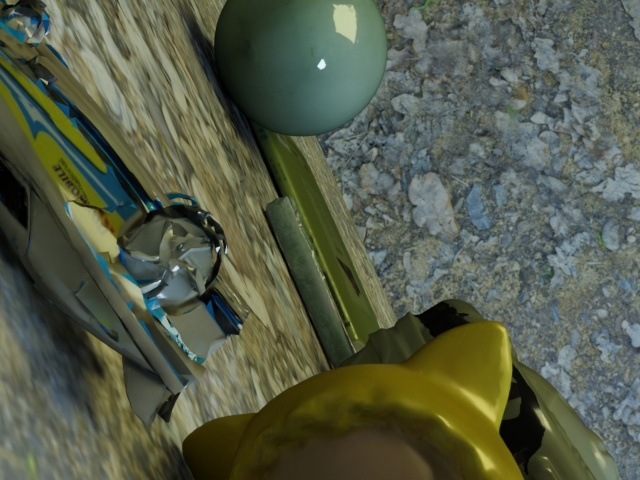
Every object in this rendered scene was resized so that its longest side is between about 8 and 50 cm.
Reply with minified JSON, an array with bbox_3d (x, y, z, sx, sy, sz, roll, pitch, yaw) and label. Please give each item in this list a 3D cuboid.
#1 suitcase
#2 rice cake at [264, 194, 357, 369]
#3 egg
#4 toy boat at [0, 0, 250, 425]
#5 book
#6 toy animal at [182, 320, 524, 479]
[{"bbox_3d":[0.166,0.220,1.121,0.351,0.194,0.339,56,3,-22],"label":"suitcase"},{"bbox_3d":[-0.005,0.049,1.219,0.033,0.033,0.208,42,24,-75],"label":"rice cake"},{"bbox_3d":[-0.023,-0.223,1.406,0.283,0.203,0.203,-123,-172,-87],"label":"egg"},{"bbox_3d":[-0.098,-0.033,0.425,0.210,0.066,0.084,53,-6,-7],"label":"toy boat"},{"bbox_3d":[0.000,0.000,1.558,0.239,0.035,0.352,50,16,-68],"label":"book"},{"bbox_3d":[0.047,0.157,0.497,0.156,0.156,0.230,-78,144,-83],"label":"toy animal"}]
